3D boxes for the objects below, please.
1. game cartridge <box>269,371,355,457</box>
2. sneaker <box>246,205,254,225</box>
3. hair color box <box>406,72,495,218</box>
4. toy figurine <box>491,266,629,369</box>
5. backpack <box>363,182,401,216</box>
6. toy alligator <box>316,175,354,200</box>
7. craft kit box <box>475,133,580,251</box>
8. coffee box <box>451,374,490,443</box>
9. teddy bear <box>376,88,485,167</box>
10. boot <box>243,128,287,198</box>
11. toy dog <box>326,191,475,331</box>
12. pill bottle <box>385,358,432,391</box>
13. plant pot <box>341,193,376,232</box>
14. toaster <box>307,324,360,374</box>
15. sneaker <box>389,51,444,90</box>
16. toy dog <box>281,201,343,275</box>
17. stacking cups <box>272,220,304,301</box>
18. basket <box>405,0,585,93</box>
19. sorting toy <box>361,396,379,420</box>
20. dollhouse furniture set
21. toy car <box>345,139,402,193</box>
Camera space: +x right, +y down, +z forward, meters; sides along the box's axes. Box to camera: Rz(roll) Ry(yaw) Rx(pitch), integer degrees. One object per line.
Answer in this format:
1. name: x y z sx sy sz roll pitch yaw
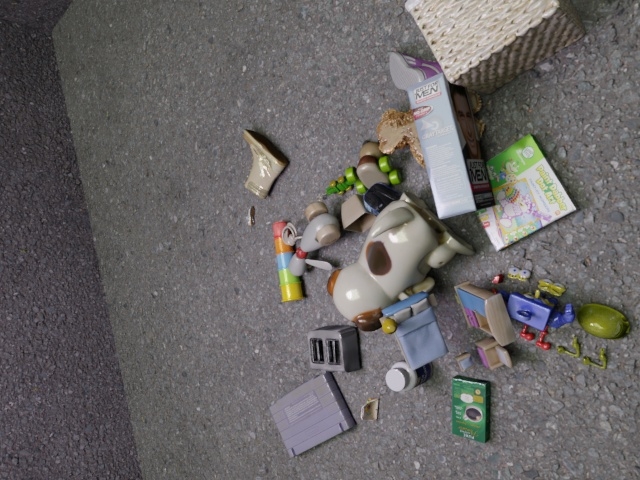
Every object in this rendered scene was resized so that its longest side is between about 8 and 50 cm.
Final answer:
1. game cartridge: -0.041 0.679 1.970 0.355 0.068 0.230 -40 64 33
2. sneaker: -0.305 -0.106 2.166 0.037 0.032 0.083 6 95 39
3. hair color box: 0.371 -0.260 1.419 0.113 0.185 0.375 -15 89 35
4. toy figurine: 0.587 0.216 1.338 0.362 0.217 0.191 27 108 36
5. backpack: 0.204 -0.126 1.681 0.114 0.084 0.105 39 77 25
6. toy alligator: 0.058 -0.200 1.859 0.189 0.056 0.051 -23 36 39
7. craft kit box: 0.561 -0.132 1.450 0.246 0.061 0.250 -35 71 32
8. coffee box: 0.465 0.520 1.561 0.113 0.040 0.184 0 91 40
9. teddy bear: 0.349 -0.359 1.591 0.338 0.113 0.245 -27 81 28
10. boot: -0.266 -0.319 2.090 0.262 0.095 0.203 45 119 24
11. toy dog: 0.213 0.091 1.538 0.284 0.395 0.408 44 109 19
12. pill bottle: 0.283 0.429 1.622 0.094 0.169 0.094 2 94 39
13. plant pot: 0.135 -0.100 1.768 0.109 0.109 0.096 -39 59 33
14. toaster: 0.052 0.393 1.847 0.168 0.110 0.186 -6 88 38
15. sneaker: 0.328 -0.536 1.605 0.282 0.161 0.102 -116 15 -49
16. toy dog: 0.000 0.000 1.859 0.333 0.160 0.220 -35 61 56
17. stacking cups: -0.129 0.081 1.999 0.096 0.096 0.316 -14 81 39
18. basket: 0.470 -0.592 1.338 0.328 0.331 0.267 -29 80 36
19. sorting toy: 0.169 0.599 1.783 0.044 0.075 0.083 9 97 38
20. dollhouse furniture set: 0.355 0.291 1.399 0.303 0.198 0.287 -23 98 -5
21. toy car: 0.184 -0.278 1.727 0.155 0.149 0.188 -13 57 29
